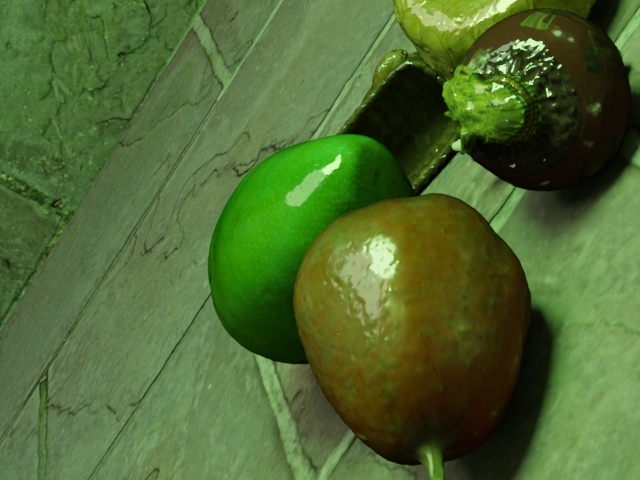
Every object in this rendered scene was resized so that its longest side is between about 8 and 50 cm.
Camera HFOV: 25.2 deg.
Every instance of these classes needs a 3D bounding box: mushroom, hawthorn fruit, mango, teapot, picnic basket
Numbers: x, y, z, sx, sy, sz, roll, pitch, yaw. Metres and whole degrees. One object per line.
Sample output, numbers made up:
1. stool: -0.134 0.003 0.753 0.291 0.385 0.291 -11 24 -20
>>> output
1. mushroom: 0.083 -0.152 1.621 0.127 0.087 0.127 -49 18 22
2. hawthorn fruit: 0.078 0.090 1.127 0.199 0.199 0.251 -43 38 41
3. mango: 0.000 0.000 1.365 0.225 0.201 0.382 -38 -9 -17
4. teapot: 0.188 -0.252 1.404 0.203 0.167 0.311 14 80 36
5. picnic basket: 0.081 -0.108 1.540 0.193 0.110 0.055 -49 7 27

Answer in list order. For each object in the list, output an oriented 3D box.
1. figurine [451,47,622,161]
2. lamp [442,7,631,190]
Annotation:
1. figurine: 0.200 -0.126 1.315 0.187 0.083 0.083 -40 26 31
2. lamp: 0.179 -0.116 1.205 0.157 0.156 0.135 -52 -23 26
